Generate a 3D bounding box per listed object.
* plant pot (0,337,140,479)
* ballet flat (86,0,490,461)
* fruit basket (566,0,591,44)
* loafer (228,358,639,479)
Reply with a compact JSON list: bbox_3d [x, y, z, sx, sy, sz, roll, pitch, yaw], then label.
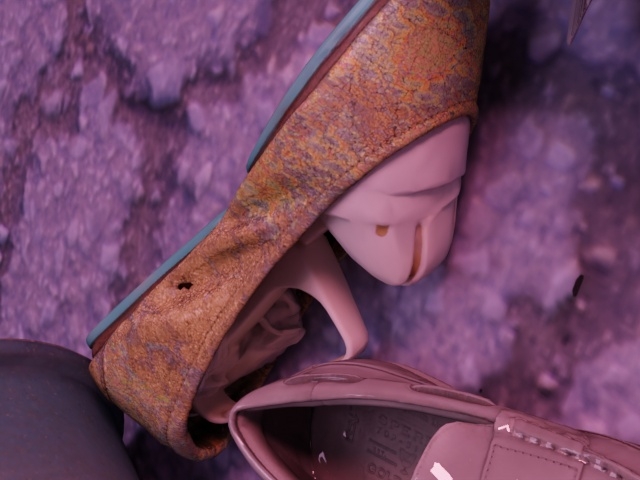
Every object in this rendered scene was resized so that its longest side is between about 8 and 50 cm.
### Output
[{"bbox_3d":[-0.186,0.288,0.774,0.334,0.341,0.341,54,125,29],"label":"plant pot"},{"bbox_3d":[0.000,0.000,0.750,0.348,0.123,0.123,-47,53,34],"label":"ballet flat"},{"bbox_3d":[0.121,-0.264,0.485,0.353,0.165,0.327,113,158,-83],"label":"fruit basket"},{"bbox_3d":[0.081,0.128,0.626,0.319,0.111,0.112,15,97,49],"label":"loafer"}]
